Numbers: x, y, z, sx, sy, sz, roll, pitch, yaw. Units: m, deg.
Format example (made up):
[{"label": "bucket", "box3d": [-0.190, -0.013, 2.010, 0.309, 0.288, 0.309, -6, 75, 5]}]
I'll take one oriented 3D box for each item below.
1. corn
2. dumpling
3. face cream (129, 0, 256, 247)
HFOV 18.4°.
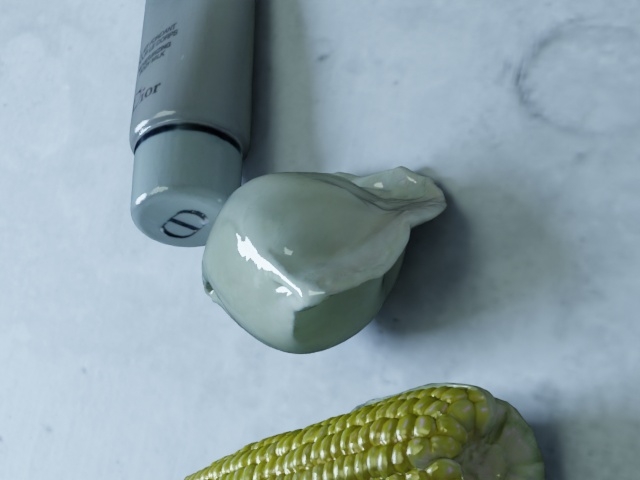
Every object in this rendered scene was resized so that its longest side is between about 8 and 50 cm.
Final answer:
[{"label": "corn", "box3d": [0.014, 0.172, 1.239, 0.305, 0.122, 0.123, -22, 89, 50]}, {"label": "dumpling", "box3d": [0.000, 0.000, 1.315, 0.151, 0.124, 0.229, -42, 22, -20]}, {"label": "face cream", "box3d": [-0.093, -0.144, 1.518, 0.143, 0.089, 0.314, -32, 43, 42]}]
